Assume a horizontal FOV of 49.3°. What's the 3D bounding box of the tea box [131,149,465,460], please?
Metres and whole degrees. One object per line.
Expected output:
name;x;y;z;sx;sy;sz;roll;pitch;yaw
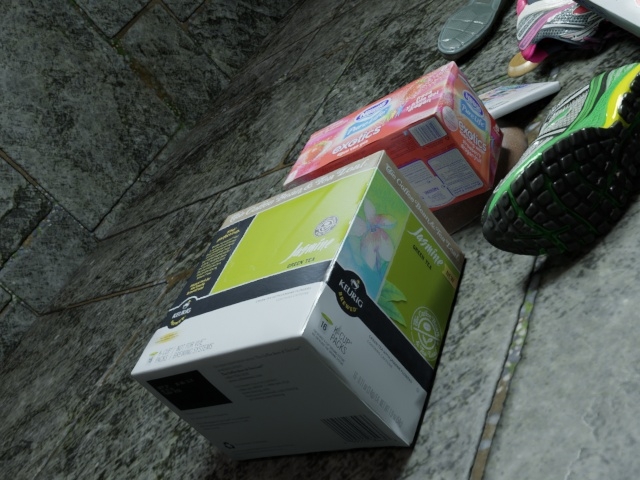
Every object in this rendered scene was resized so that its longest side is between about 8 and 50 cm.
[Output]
tea box;-0.021;0.097;0.954;0.329;0.220;0.324;-19;34;41

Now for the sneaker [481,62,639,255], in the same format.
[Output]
sneaker;0.330;-0.103;0.901;0.343;0.134;0.146;-40;16;-16

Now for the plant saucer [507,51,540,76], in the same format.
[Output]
plant saucer;0.386;-0.341;1.312;0.083;0.015;0.083;-34;26;19

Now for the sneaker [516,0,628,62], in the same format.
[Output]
sneaker;0.469;-0.372;1.148;0.299;0.121;0.112;-5;76;45

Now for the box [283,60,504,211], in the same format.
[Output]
box;0.112;-0.125;1.088;0.300;0.154;0.142;-22;31;40

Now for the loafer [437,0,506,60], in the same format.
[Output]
loafer;0.352;-0.485;1.549;0.096;0.084;0.267;24;69;30

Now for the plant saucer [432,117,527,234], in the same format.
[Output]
plant saucer;0.198;-0.112;1.181;0.310;0.050;0.311;-33;25;18

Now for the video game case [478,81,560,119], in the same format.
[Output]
video game case;0.302;-0.236;1.193;0.157;0.019;0.143;-26;18;-21

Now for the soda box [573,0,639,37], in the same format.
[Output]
soda box;0.452;-0.347;0.986;0.091;0.098;0.286;-55;43;20
